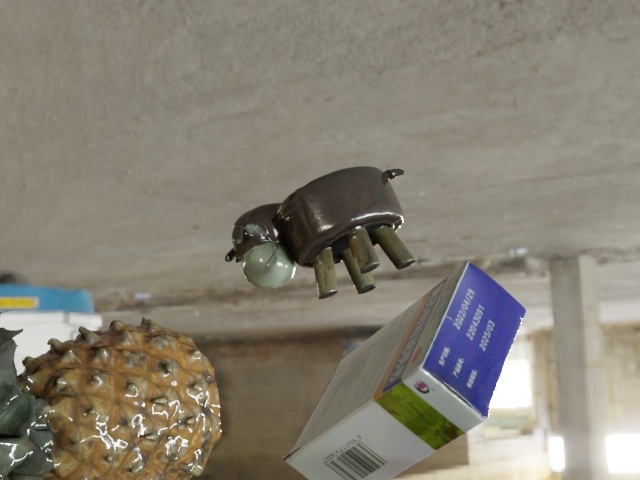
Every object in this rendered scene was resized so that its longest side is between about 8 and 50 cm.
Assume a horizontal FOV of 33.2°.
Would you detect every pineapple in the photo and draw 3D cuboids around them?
[{"bbox_3d":[-0.235,0.130,0.749,0.165,0.166,0.364,-9,171,42],"label":"pineapple"}]

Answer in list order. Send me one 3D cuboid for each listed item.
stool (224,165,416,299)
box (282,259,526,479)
[{"bbox_3d":[0.000,0.000,1.121,0.217,0.121,0.125,-23,166,10],"label":"stool"},{"bbox_3d":[0.105,0.185,1.349,0.106,0.200,0.299,41,133,-8],"label":"box"}]
